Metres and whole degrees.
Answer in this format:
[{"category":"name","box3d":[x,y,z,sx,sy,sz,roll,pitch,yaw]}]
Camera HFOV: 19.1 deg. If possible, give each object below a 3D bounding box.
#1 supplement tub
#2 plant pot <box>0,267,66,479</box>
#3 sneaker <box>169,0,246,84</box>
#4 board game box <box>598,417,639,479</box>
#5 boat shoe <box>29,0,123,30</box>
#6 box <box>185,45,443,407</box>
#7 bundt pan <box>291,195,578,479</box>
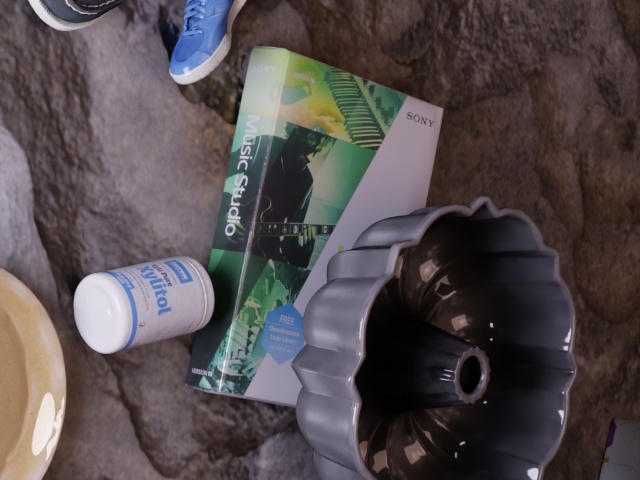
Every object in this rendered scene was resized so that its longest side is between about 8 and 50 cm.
[{"category":"supplement tub","box3d":[-0.153,0.054,1.641,0.107,0.071,0.071,-14,104,-44]},{"category":"plant pot","box3d":[-0.305,0.130,1.519,0.236,0.032,0.236,-6,99,-45]},{"category":"sneaker","box3d":[-0.107,-0.216,1.668,0.084,0.058,0.152,49,59,-40]},{"category":"board game box","box3d":[0.462,0.318,2.249,0.275,0.144,0.142,24,78,-44]},{"category":"boat shoe","box3d":[-0.121,-0.313,1.604,0.340,0.113,0.127,-53,126,-29]},{"category":"box","box3d":[0.000,0.000,1.802,0.232,0.058,0.322,15,83,-46]},{"category":"bundt pan","box3d":[0.097,0.118,1.789,0.330,0.124,0.331,-8,101,-46]}]
